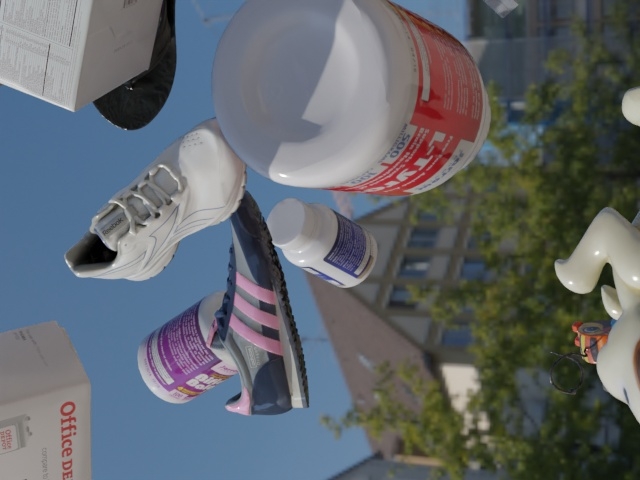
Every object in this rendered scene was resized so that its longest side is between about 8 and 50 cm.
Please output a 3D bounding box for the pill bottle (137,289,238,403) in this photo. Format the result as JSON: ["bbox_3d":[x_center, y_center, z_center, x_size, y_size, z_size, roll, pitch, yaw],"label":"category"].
[{"bbox_3d":[-0.218,0.203,2.197,0.169,0.301,0.169,32,-140,-33],"label":"pill bottle"}]

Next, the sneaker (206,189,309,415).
[{"bbox_3d":[-0.108,0.094,1.515,0.112,0.131,0.319,-24,-79,-86],"label":"sneaker"}]

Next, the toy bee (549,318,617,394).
[{"bbox_3d":[0.501,0.155,1.820,0.162,0.298,0.195,-142,61,-74],"label":"toy bee"}]

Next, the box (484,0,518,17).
[{"bbox_3d":[0.249,-0.464,1.767,0.145,0.038,0.186,34,-149,-31],"label":"box"}]

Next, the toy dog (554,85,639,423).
[{"bbox_3d":[0.505,0.064,1.381,0.284,0.395,0.408,39,-108,-53],"label":"toy dog"}]

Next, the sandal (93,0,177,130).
[{"bbox_3d":[-0.307,-0.396,1.788,0.107,0.167,0.446,-84,7,-72],"label":"sandal"}]

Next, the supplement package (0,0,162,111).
[{"bbox_3d":[-0.320,-0.276,1.271,0.194,0.203,0.149,-53,-18,-61],"label":"supplement package"}]

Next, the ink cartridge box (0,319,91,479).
[{"bbox_3d":[-0.392,0.223,1.150,0.283,0.117,0.207,-13,-52,-28],"label":"ink cartridge box"}]

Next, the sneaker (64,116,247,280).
[{"bbox_3d":[-0.200,-0.036,1.325,0.111,0.297,0.129,52,-148,14],"label":"sneaker"}]

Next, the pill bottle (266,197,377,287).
[{"bbox_3d":[0.000,0.000,1.796,0.186,0.112,0.112,29,-118,-47],"label":"pill bottle"}]

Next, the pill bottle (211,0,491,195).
[{"bbox_3d":[0.064,-0.169,1.299,0.407,0.229,0.229,0,-89,-64],"label":"pill bottle"}]
